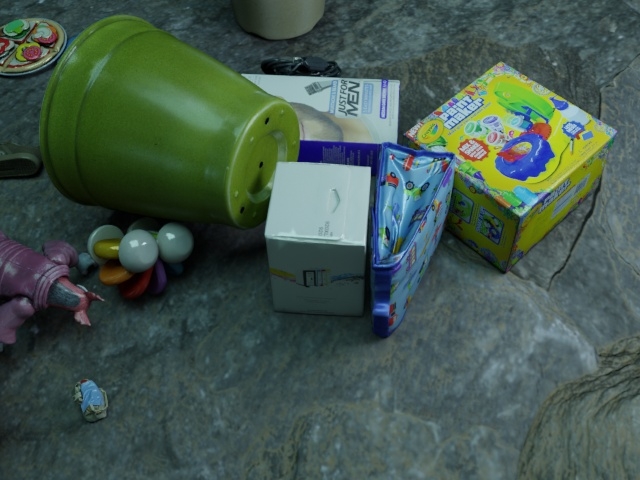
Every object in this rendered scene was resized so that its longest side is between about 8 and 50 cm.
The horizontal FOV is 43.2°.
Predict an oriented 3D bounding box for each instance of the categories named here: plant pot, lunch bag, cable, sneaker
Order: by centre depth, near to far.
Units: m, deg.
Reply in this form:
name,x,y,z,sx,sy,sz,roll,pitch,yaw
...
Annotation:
name,x,y,z,sx,sy,sz,roll,pitch,yaw
lunch bag,0.140,0.015,1.414,0.138,0.221,0.293,11,55,9
plant pot,-0.239,-0.185,1.457,0.352,0.367,0.367,20,57,22
sneaker,-0.669,-0.170,1.675,0.188,0.066,0.071,4,37,-2
cable,-0.041,-0.374,1.773,0.150,0.047,0.184,4,10,41
plant pot,-0.102,-0.645,1.846,0.333,0.306,0.334,-1,54,1

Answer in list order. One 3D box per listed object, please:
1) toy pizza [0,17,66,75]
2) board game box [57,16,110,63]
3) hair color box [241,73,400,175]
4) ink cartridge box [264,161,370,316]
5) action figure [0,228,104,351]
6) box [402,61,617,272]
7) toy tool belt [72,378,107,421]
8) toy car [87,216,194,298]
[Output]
name,x,y,z,sx,sy,sz,roll,pitch,yaw
toy pizza,-0.696,-0.462,1.889,0.201,0.032,0.201,-3,54,3
board game box,-0.532,-0.449,1.874,0.168,0.033,0.133,-32,43,4
hair color box,-0.007,-0.241,1.675,0.338,0.110,0.185,2,55,5
ink cartridge box,0.000,0.000,1.420,0.168,0.233,0.171,3,54,4
action figure,-0.537,0.035,1.382,0.369,0.276,0.248,18,55,10
box,0.351,-0.147,1.556,0.290,0.177,0.279,-39,61,-24
toy tool belt,-0.388,0.259,1.353,0.052,0.051,0.083,-23,57,-15
toy car,-0.321,0.036,1.464,0.182,0.136,0.159,-15,16,-43
